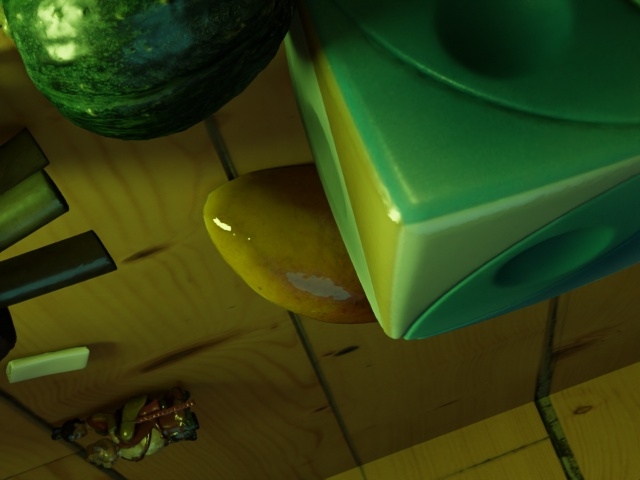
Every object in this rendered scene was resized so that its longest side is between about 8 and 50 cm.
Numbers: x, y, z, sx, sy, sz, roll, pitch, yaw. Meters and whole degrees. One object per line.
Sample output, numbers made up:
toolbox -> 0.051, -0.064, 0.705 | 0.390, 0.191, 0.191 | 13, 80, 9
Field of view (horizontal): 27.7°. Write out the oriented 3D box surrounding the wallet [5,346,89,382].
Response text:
wallet -> -0.419, 0.189, 1.994 | 0.122, 0.025, 0.061 | -10, 158, -24

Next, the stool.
stool -> -0.342, -0.022, 1.277 | 0.178, 0.272, 0.272 | -34, 159, -6

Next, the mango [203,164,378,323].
mango -> 0.000, 0.000, 1.736 | 0.350, 0.199, 0.201 | 15, 112, -36

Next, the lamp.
lamp -> -0.345, 0.341, 2.306 | 0.253, 0.118, 0.118 | -16, 158, -16

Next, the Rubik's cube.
Rubik's cube -> 0.169, -0.134, 1.318 | 0.351, 0.352, 0.347 | -21, 159, -6

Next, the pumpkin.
pumpkin -> -0.137, -0.200, 1.105 | 0.263, 0.197, 0.293 | -20, 161, -10
